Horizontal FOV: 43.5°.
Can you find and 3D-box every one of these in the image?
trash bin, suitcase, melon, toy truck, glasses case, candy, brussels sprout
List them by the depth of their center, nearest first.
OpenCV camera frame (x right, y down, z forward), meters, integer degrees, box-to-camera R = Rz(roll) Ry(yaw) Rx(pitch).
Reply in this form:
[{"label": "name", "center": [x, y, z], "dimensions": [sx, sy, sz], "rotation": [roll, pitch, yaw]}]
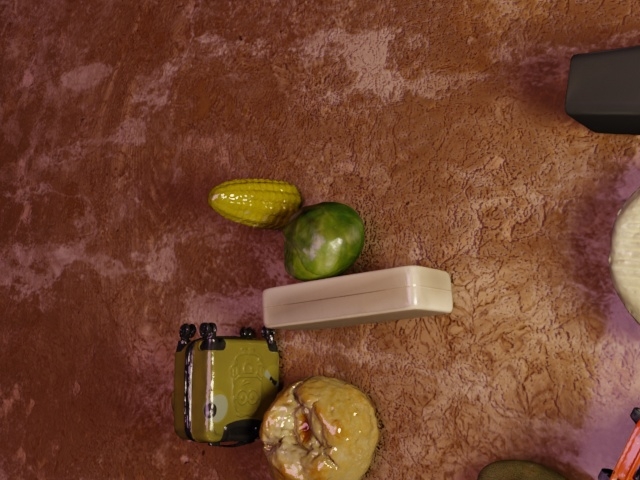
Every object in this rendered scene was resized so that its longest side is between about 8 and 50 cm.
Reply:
[{"label": "toy truck", "center": [0.459, 0.284, 1.045], "dimensions": [0.114, 0.253, 0.107], "rotation": [29, 100, 33]}, {"label": "trash bin", "center": [0.494, -0.216, 1.160], "dimensions": [0.226, 0.165, 0.114], "rotation": [7, 87, 40]}, {"label": "melon", "center": [0.315, 0.389, 1.234], "dimensions": [0.162, 0.099, 0.099], "rotation": [9, 88, 41]}, {"label": "glasses case", "center": [0.060, 0.108, 1.441], "dimensions": [0.337, 0.144, 0.076], "rotation": [-11, 76, 34]}, {"label": "brussels sprout", "center": [0.005, 0.001, 1.494], "dimensions": [0.161, 0.144, 0.180], "rotation": [-63, 30, 14]}, {"label": "suitcase", "center": [-0.189, 0.282, 1.569], "dimensions": [0.143, 0.194, 0.234], "rotation": [-9, 77, 44]}, {"label": "candy", "center": [-0.140, -0.078, 1.590], "dimensions": [0.106, 0.199, 0.094], "rotation": [-55, 50, 27]}]

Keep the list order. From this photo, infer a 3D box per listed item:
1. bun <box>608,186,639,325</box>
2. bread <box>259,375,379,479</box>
[{"label": "bun", "center": [0.544, 0.020, 1.091], "dimensions": [0.287, 0.146, 0.287], "rotation": [-7, 78, 40]}, {"label": "bread", "center": [-0.016, 0.363, 1.463], "dimensions": [0.245, 0.134, 0.244], "rotation": [-9, 74, 35]}]
